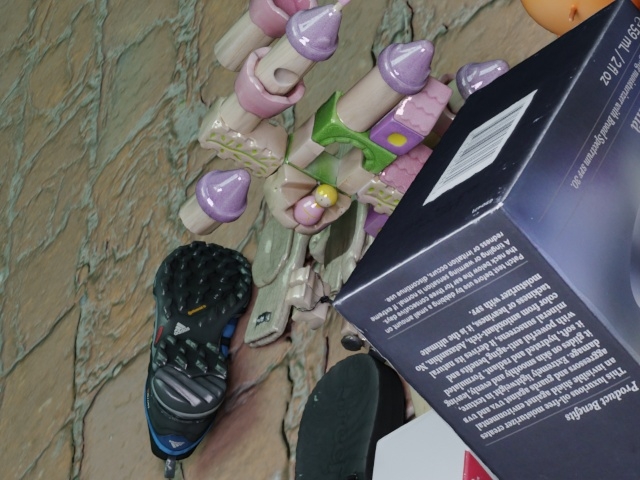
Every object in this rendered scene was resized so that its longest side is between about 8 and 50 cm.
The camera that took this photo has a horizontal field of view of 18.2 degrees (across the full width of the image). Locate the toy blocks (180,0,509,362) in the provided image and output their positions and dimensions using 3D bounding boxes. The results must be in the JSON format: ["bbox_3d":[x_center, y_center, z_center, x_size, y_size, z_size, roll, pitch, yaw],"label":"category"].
[{"bbox_3d":[0.048,-0.106,1.960,0.260,0.288,0.309,-39,30,45],"label":"toy blocks"}]

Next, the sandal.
[{"bbox_3d":[-0.005,0.291,1.856,0.167,0.107,0.446,-41,34,35],"label":"sandal"}]

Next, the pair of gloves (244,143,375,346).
[{"bbox_3d":[0.000,0.000,2.213,0.240,0.042,0.204,-35,40,49],"label":"pair of gloves"}]

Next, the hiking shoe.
[{"bbox_3d":[-0.155,0.120,2.283,0.304,0.113,0.132,-77,7,-53],"label":"hiking shoe"}]

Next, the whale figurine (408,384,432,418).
[{"bbox_3d":[0.152,0.100,1.790,0.216,0.141,0.272,16,102,63],"label":"whale figurine"}]

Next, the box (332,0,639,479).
[{"bbox_3d":[0.213,0.033,1.448,0.182,0.294,0.296,-32,16,41],"label":"box"}]

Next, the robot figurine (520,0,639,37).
[{"bbox_3d":[0.266,-0.289,1.946,0.158,0.128,0.219,0,63,45],"label":"robot figurine"}]

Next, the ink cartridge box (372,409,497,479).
[{"bbox_3d":[0.144,0.225,1.596,0.127,0.176,0.128,-36,34,43],"label":"ink cartridge box"}]
